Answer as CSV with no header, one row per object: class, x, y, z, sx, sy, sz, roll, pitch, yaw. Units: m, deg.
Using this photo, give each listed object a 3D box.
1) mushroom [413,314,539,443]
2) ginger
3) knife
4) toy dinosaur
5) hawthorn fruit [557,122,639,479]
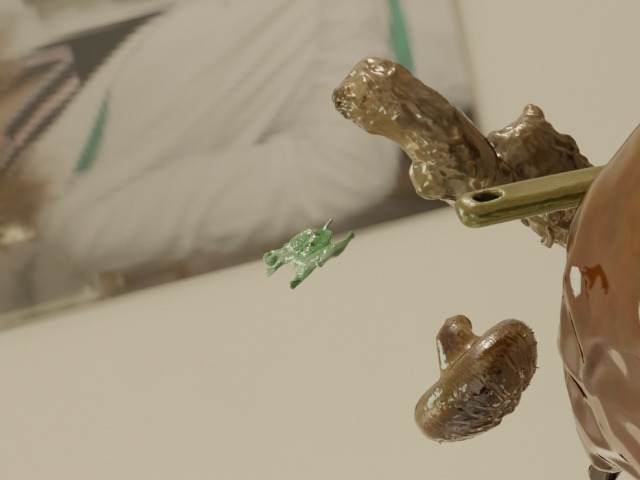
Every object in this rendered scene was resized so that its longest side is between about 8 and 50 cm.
mushroom,0.132,0.119,1.554,0.085,0.126,0.109,34,-154,-20
ginger,0.144,-0.065,1.479,0.084,0.290,0.122,-12,58,65
knife,0.254,-0.042,1.151,0.061,0.343,0.027,-114,14,-57
toy dinosaur,0.000,0.000,0.996,0.062,0.083,0.021,-24,108,46
hawthorn fruit,0.271,0.010,0.827,0.308,0.324,0.308,3,-90,-69
